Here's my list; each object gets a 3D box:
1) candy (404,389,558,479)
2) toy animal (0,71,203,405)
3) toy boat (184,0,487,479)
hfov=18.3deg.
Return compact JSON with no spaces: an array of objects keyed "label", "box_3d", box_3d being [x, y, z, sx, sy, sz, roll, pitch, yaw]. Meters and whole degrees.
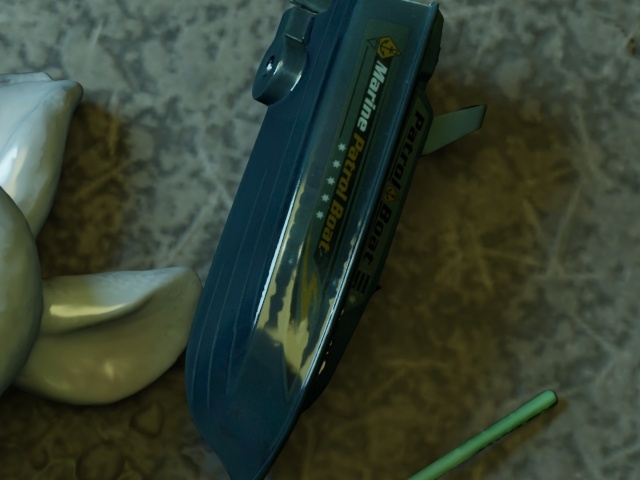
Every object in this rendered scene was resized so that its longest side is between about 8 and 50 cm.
[{"label":"candy","box_3d":[0.026,0.119,0.901,0.202,0.061,0.061,-30,77,-18]},{"label":"toy animal","box_3d":[-0.221,0.015,0.850,0.325,0.154,0.208,-15,66,-43]},{"label":"toy boat","box_3d":[0.000,0.000,0.906,0.103,0.093,0.246,23,73,-17]}]
